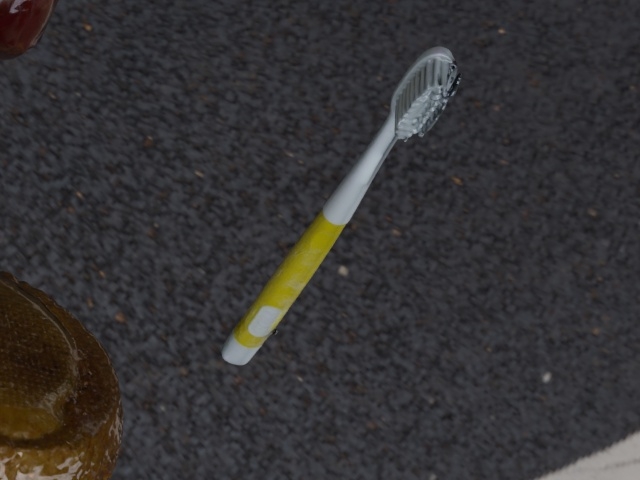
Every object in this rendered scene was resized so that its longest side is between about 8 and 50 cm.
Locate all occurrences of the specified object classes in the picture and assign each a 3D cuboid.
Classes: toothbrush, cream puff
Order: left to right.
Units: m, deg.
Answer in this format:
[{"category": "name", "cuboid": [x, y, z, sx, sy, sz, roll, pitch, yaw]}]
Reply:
[{"category": "cream puff", "cuboid": [-0.333, 0.163, 1.159, 0.303, 0.303, 0.212, 20, 118, -30]}, {"category": "toothbrush", "cuboid": [0.000, 0.000, 0.648, 0.021, 0.288, 0.024, 20, 52, -13]}]

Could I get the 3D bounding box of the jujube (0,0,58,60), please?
[{"category": "jujube", "cuboid": [-0.366, -0.278, 1.032, 0.377, 0.258, 0.258, 3, 104, -44]}]
